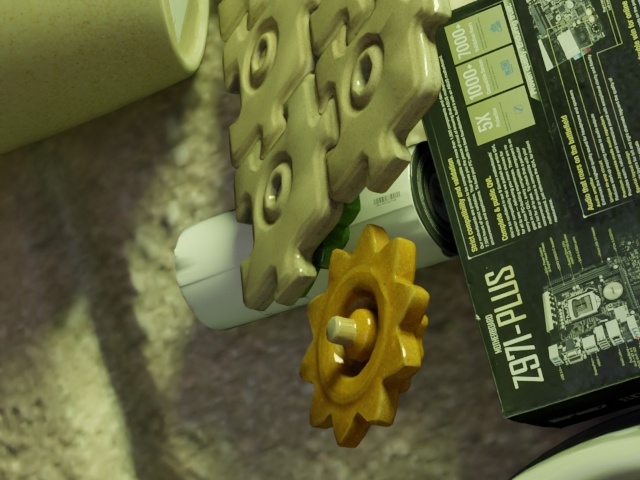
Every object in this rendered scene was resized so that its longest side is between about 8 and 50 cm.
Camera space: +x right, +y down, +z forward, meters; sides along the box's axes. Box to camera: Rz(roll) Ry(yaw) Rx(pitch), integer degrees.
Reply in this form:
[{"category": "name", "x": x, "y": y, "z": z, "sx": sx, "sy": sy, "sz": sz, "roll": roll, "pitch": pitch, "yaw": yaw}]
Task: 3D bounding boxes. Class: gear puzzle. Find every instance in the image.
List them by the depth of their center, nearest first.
[{"category": "gear puzzle", "x": 0.017, "y": -0.066, "z": 0.844, "sx": 0.175, "sy": 0.044, "sz": 0.339, "roll": -51, "pitch": 34, "yaw": 42}]

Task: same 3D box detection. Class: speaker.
[{"category": "speaker", "x": 0.000, "y": 0.000, "z": 0.911, "sx": 0.136, "sy": 0.055, "sz": 0.055, "roll": -19, "pitch": 75, "yaw": 32}]

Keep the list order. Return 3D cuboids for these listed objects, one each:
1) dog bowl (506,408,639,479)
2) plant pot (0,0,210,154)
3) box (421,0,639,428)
[{"category": "dog bowl", "x": 0.161, "y": 0.231, "z": 0.793, "sx": 0.348, "sy": 0.102, "sz": 0.349, "roll": -4, "pitch": 81, "yaw": 25}, {"category": "plant pot", "x": -0.198, "y": -0.132, "z": 0.950, "sx": 0.274, "sy": 0.256, "sz": 0.256, "roll": -2, "pitch": 82, "yaw": 8}, {"category": "box", "x": 0.133, "y": -0.026, "z": 0.853, "sx": 0.147, "sy": 0.077, "sz": 0.180, "roll": -21, "pitch": 74, "yaw": 21}]
